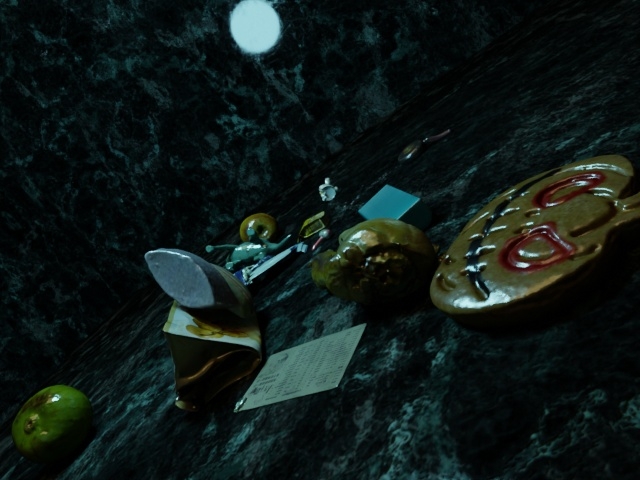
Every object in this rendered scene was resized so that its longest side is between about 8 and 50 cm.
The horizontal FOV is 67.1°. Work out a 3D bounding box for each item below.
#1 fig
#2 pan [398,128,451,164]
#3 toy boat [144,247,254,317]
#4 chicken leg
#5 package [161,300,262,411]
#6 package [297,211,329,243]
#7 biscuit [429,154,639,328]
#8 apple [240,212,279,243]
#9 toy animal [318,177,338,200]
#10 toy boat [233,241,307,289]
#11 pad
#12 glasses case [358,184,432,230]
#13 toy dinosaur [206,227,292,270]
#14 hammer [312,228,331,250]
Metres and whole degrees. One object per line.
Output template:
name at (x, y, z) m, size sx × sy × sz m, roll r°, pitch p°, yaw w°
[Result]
fig at (-0.718, 0.507, 1.336) m, size 0.203 × 0.203 × 0.225 m, roll -38°, pitch -26°, yaw -6°
pan at (0.365, -0.342, 1.719) m, size 0.212 × 0.040 × 0.115 m, roll -33°, pitch 20°, yaw 18°
toy boat at (-0.268, 0.108, 1.214) m, size 0.276 × 0.293 × 0.111 m, roll 30°, pitch 96°, yaw 40°
chicken leg at (0.074, 0.049, 0.981) m, size 0.201 × 0.152 × 0.429 m, roll -28°, pitch 3°, yaw -20°
package at (-0.262, 0.254, 1.140) m, size 0.311 × 0.221 × 0.165 m, roll -136°, pitch 60°, yaw -74°
package at (-0.035, -0.048, 1.715) m, size 0.131 × 0.047 × 0.071 m, roll -28°, pitch 19°, yaw 25°
biscuit at (0.323, -0.016, 0.704) m, size 0.367 × 0.063 × 0.314 m, roll -45°, pitch 15°, yaw -34°
apple at (-0.263, -0.043, 2.061) m, size 0.163 × 0.146 × 0.147 m, roll -41°, pitch 10°, yaw -8°
toy animal at (0.029, -0.214, 2.054) m, size 0.085 × 0.071 × 0.124 m, roll -37°, pitch 14°, yaw 0°
toy boat at (-0.185, 0.089, 1.610) m, size 0.291 × 0.070 × 0.210 m, roll -34°, pitch 12°, yaw -20°
pad at (-0.041, 0.233, 0.886) m, size 0.265 × 0.009 × 0.159 m, roll -26°, pitch 16°, yaw 36°
glasses case at (0.182, -0.066, 1.216) m, size 0.117 × 0.070 × 0.301 m, roll -42°, pitch 15°, yaw 5°
toy dinosaur at (-0.240, 0.053, 1.840) m, size 0.383 × 0.129 × 0.331 m, roll -13°, pitch -11°, yaw 12°
hammer at (0.000, 0.000, 1.521) m, size 0.083 × 0.031 × 0.052 m, roll -52°, pitch 15°, yaw -16°
